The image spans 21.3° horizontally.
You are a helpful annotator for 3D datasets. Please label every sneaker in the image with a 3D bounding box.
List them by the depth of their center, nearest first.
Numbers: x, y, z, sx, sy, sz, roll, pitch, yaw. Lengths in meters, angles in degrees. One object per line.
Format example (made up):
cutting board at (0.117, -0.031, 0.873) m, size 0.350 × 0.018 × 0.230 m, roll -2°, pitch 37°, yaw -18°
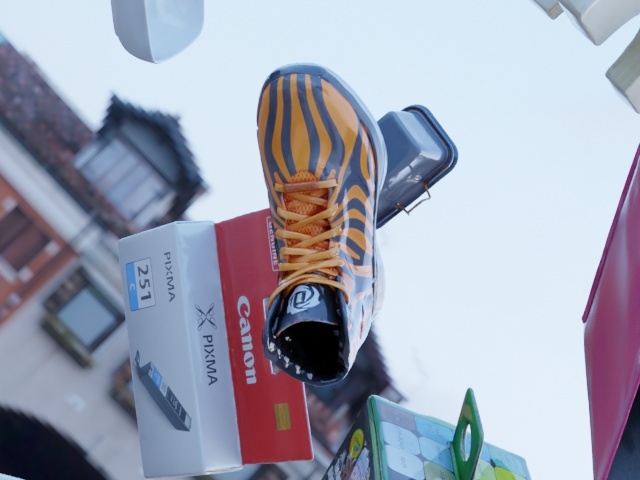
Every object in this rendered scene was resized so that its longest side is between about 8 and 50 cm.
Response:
sneaker at (0.000, 0.000, 1.635) m, size 0.125 × 0.180 × 0.321 m, roll -5°, pitch -59°, yaw 14°

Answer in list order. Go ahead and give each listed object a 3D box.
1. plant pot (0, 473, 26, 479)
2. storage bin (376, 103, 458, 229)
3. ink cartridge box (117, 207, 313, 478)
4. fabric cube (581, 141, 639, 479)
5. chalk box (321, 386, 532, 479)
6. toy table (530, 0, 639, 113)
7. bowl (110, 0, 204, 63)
plant pot at (-0.365, 0.322, 1.681) m, size 0.256 × 0.274 × 0.256 m, roll 179°, pitch -90°, yaw -69°
storage bin at (0.065, -0.072, 1.749) m, size 0.098 × 0.135 × 0.091 m, roll 55°, pitch 16°, yaw 13°
ink cartridge box at (-0.129, 0.122, 1.981) m, size 0.261 × 0.066 × 0.296 m, roll -15°, pitch -99°, yaw 51°
fabric cube at (0.401, 0.095, 1.604) m, size 0.259 × 0.258 × 0.254 m, roll 8°, pitch -50°, yaw -1°
chalk box at (0.094, 0.276, 1.585) m, size 0.179 × 0.289 × 0.180 m, roll 24°, pitch 23°, yaw -13°
toy table at (0.274, -0.193, 1.319) m, size 0.252 × 0.161 × 0.274 m, roll 48°, pitch 7°, yaw 35°
bowl at (-0.168, -0.256, 1.709) m, size 0.053 × 0.142 × 0.142 m, roll 4°, pitch -67°, yaw 20°
